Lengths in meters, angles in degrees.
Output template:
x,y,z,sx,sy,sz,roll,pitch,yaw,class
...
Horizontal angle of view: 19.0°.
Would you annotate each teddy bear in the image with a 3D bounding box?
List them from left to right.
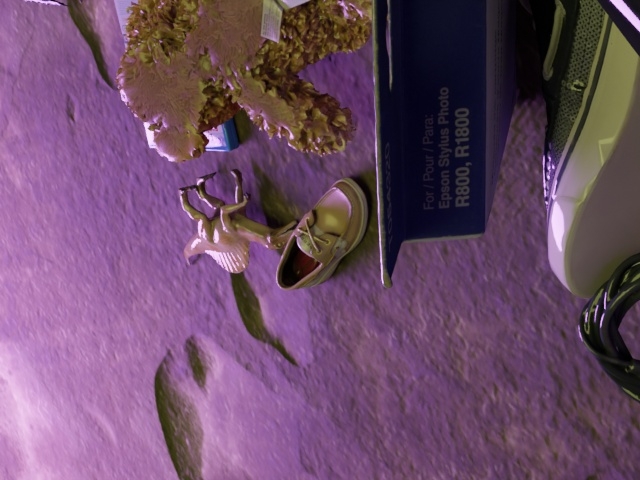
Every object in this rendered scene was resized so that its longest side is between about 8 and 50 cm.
x,y,z,sx,sy,sz,roll,pitch,yaw,class
-0.032,-0.196,1.559,0.245,0.113,0.338,44,129,14,teddy bear

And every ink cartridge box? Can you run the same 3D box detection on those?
x,y,z,sx,sy,sz,roll,pitch,yaw,class
0.089,-0.180,1.265,0.071,0.330,0.324,2,116,8,ink cartridge box

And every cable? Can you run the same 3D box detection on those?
x,y,z,sx,sy,sz,roll,pitch,yaw,class
0.276,0.076,1.363,0.185,0.047,0.150,8,134,18,cable

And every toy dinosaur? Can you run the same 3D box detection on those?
x,y,z,sx,sy,sz,roll,pitch,yaw,class
-0.098,-0.012,1.754,0.183,0.053,0.092,-11,103,50,toy dinosaur

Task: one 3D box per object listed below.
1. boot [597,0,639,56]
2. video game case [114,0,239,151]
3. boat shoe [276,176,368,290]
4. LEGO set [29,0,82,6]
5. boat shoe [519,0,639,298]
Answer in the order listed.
x,y,z,sx,sy,sz,roll,pitch,yaw,class
0.275,-0.239,1.010,0.445,0.367,0.146,48,172,18,boot
-0.134,-0.164,1.744,0.119,0.015,0.166,5,113,46,video game case
0.000,0.000,1.657,0.050,0.045,0.135,47,138,20,boat shoe
-0.399,-0.288,1.779,0.331,0.255,0.192,12,92,32,LEGO set
0.200,-0.131,1.330,0.158,0.127,0.340,54,144,41,boat shoe
